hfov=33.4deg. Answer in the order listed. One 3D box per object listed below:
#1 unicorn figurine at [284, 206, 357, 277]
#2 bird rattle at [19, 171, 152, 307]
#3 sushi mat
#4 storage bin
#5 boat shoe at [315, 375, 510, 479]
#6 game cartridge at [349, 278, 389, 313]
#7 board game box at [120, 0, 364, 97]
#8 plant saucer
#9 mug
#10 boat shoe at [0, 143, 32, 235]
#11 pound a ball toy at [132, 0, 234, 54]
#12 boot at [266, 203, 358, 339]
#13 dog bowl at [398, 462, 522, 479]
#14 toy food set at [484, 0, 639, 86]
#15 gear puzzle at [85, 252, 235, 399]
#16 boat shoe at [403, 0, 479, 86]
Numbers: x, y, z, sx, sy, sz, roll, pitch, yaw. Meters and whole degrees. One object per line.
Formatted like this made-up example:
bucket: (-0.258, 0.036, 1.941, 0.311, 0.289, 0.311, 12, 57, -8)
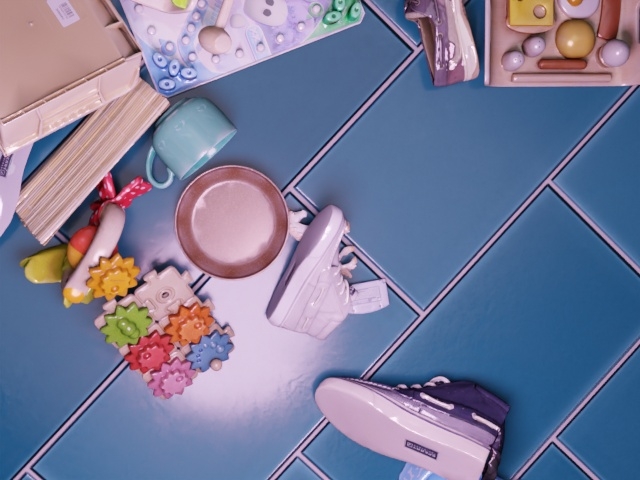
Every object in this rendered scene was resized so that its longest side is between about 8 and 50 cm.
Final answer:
unicorn figurine: (0.000, 0.000, 1.858, 0.111, 0.060, 0.162, -11, 100, 4)
bird rattle: (-0.364, 0.005, 1.754, 0.143, 0.207, 0.253, 39, 97, -24)
sushi mat: (-0.388, -0.143, 1.775, 0.316, 0.151, 0.019, -49, 138, -3)
storage bin: (-0.461, -0.322, 1.709, 0.260, 0.123, 0.262, -31, 82, -19)
boat shoe: (0.169, 0.299, 1.878, 0.340, 0.127, 0.158, 25, 45, 12)
game cartridge: (0.079, 0.101, 1.896, 0.083, 0.017, 0.056, -9, 90, -6)
board game box: (-0.166, -0.494, 1.823, 0.389, 0.050, 0.390, -22, 95, -5)
plant saucer: (-0.152, -0.030, 1.844, 0.198, 0.036, 0.199, 0, 92, 0)
mug: (-0.228, -0.171, 1.783, 0.097, 0.129, 0.157, 49, 60, -2)
boat shoe: (-0.551, -0.107, 1.773, 0.096, 0.088, 0.268, 18, 87, -29)
pound a ball toy: (-0.220, -0.484, 1.743, 0.208, 0.135, 0.319, 15, 91, -33)
boot: (0.013, 0.059, 1.819, 0.123, 0.095, 0.258, 21, 124, -14)
dog bowl: (0.281, 0.484, 1.909, 0.297, 0.074, 0.166, 28, 89, -7)
toy food set: (0.435, -0.385, 1.879, 0.306, 0.092, 0.220, -1, 93, -7)
gear puzzle: (-0.264, 0.135, 1.748, 0.175, 0.044, 0.339, -35, 133, -5)
boat shoe: (0.191, -0.404, 1.846, 0.092, 0.103, 0.285, -22, 101, -10)
